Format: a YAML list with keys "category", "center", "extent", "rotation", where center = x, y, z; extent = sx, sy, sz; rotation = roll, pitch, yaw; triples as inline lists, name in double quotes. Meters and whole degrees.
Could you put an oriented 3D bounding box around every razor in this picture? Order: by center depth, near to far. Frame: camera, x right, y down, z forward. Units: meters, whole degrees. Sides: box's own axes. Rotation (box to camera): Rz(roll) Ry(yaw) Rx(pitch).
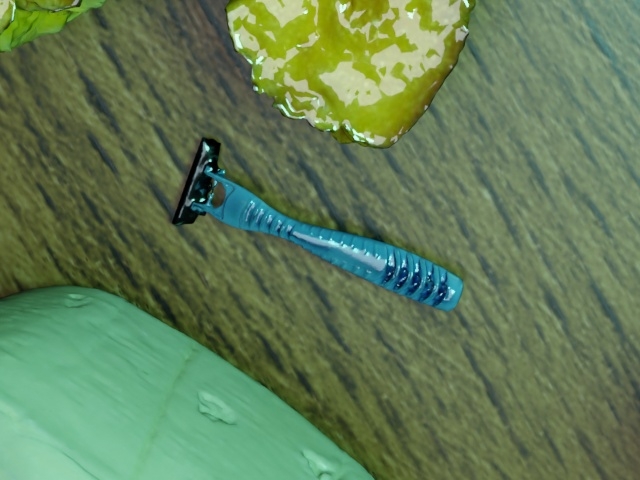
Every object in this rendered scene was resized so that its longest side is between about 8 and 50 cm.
- category: "razor"
  center: [0.000, 0.000, 1.567]
  extent: [0.253, 0.042, 0.082]
  rotation: [23, 105, 3]

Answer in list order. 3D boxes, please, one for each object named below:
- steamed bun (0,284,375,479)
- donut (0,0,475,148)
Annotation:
- category: "steamed bun"
  center: [-0.178, 0.261, 1.490]
  extent: [0.456, 0.371, 0.290]
  rotation: [35, 108, 4]
- category: "donut"
  center: [-0.074, -0.281, 1.435]
  extent: [0.435, 0.163, 0.378]
  rotation: [20, 109, 1]
